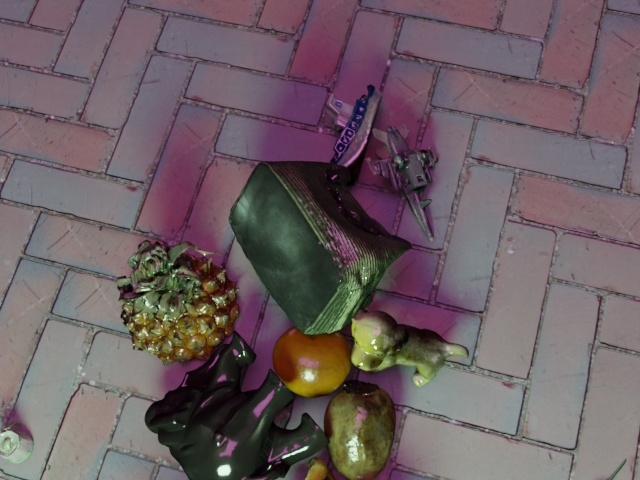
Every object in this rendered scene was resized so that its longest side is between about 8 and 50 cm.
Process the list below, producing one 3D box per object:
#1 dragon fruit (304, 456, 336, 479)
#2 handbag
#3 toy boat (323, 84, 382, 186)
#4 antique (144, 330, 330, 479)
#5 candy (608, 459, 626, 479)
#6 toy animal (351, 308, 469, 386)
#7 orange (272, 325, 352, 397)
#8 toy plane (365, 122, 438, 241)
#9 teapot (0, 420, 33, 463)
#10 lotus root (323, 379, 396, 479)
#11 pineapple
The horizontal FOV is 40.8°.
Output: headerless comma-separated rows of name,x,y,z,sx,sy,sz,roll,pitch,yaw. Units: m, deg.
dragon fruit,0.033,0.562,1.518,0.227,0.243,0.307,-33,29,16
handbag,0.000,0.000,1.685,0.240,0.247,0.341,-16,60,-43
toy boat,0.048,-0.228,1.849,0.115,0.114,0.262,17,75,0
antique,-0.173,0.340,1.612,0.255,0.185,0.322,-41,44,-7
candy,0.533,0.454,1.599,0.123,0.035,0.035,-40,103,-19
toy animal,0.143,0.204,1.637,0.233,0.168,0.121,15,66,-24
orange,-0.016,0.234,1.675,0.156,0.124,0.156,2,35,-2
toy plane,0.196,-0.125,1.811,0.192,0.088,0.262,-16,73,-36
teapot,-0.611,0.398,1.706,0.064,0.064,0.083,-9,69,1
lotus root,0.073,0.370,1.621,0.138,0.138,0.214,2,77,6
pineapple,-0.301,0.098,1.678,0.262,0.272,0.262,-2,69,5
